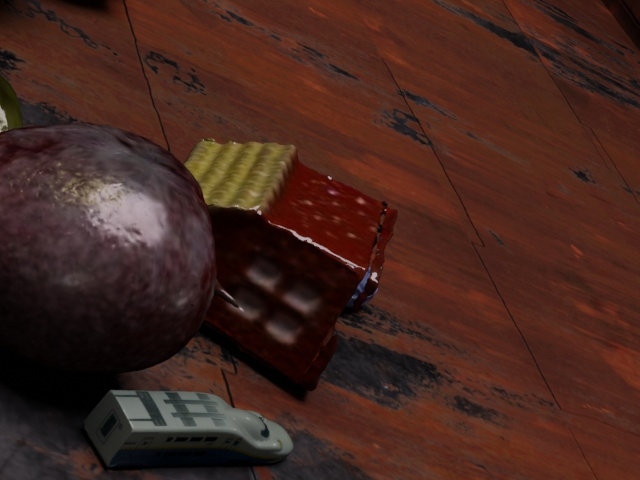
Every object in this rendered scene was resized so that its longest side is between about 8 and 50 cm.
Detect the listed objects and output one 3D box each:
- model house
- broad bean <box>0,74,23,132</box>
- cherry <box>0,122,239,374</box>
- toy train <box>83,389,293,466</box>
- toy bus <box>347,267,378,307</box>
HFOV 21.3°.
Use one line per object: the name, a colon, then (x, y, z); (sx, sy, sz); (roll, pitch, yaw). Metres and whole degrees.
model house: (-0.067, -0.002, 1.704); (0.254, 0.160, 0.196); (32, 24, -5)
broad bean: (-0.376, -0.173, 1.711); (0.153, 0.072, 0.207); (14, 31, -47)
cherry: (-0.212, 0.002, 1.445); (0.300, 0.203, 0.230); (16, 36, -21)
toy train: (-0.099, 0.164, 1.480); (0.234, 0.051, 0.052); (7, 40, -48)
toy bus: (0.000, 0.000, 1.893); (0.167, 0.076, 0.073); (41, 24, 13)
